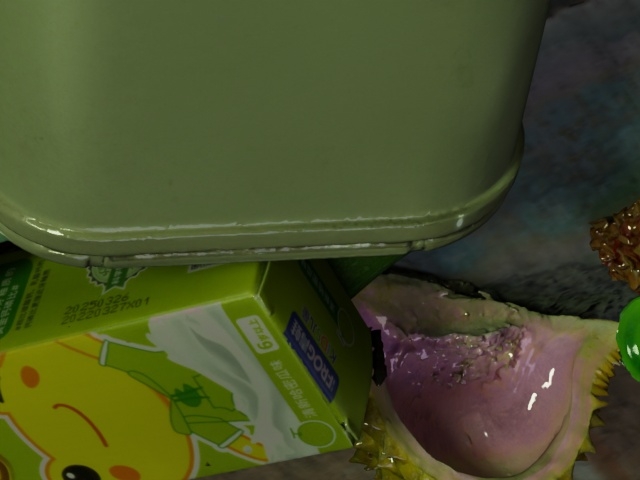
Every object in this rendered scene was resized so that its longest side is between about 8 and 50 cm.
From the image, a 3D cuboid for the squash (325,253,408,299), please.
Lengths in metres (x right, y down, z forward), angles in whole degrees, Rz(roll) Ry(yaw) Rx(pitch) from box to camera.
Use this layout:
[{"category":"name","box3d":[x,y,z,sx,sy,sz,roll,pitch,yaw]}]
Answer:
[{"category":"squash","box3d":[0.000,0.000,0.909,0.077,0.068,0.219,26,132,-30]}]

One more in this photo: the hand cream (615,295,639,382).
[{"category":"hand cream","box3d":[0.269,0.032,0.988,0.275,0.050,0.079,-10,178,-40]}]

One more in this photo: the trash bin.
[{"category":"trash bin","box3d":[-0.020,-0.108,0.712,0.243,0.121,0.247,-2,142,-10]}]

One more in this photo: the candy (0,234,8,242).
[{"category":"candy","box3d":[-0.339,-0.005,0.722,0.263,0.172,0.398,-31,138,27]}]

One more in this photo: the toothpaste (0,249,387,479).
[{"category":"toothpaste","box3d":[-0.138,0.068,0.896,0.327,0.077,0.110,-14,131,22]}]

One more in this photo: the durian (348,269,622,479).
[{"category":"durian","box3d":[0.068,0.081,1.029,0.182,0.165,0.132,-3,109,-49]}]

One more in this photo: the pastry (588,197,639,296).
[{"category":"pastry","box3d":[0.212,-0.015,0.945,0.087,0.063,0.169,14,140,-35]}]
